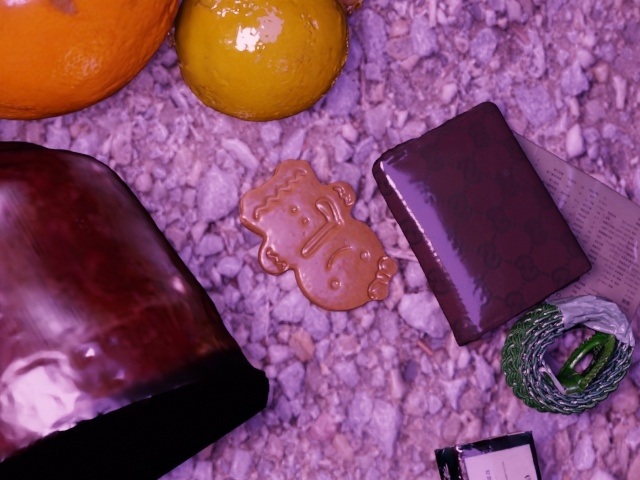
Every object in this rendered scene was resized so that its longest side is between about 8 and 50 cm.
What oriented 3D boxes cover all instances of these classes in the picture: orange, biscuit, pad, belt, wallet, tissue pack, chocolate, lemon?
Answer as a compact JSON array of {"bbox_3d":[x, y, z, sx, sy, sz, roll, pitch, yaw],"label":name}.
[{"bbox_3d":[-0.284,-0.268,1.763,0.312,0.312,0.312,2,81,-16],"label":"orange"},{"bbox_3d":[-0.005,0.000,1.951,0.133,0.027,0.184,-30,91,-20],"label":"biscuit"},{"bbox_3d":[0.262,-0.013,2.043,0.265,0.009,0.160,29,74,-11],"label":"pad"},{"bbox_3d":[0.276,0.122,1.987,0.151,0.079,0.121,-35,96,-17],"label":"belt"},{"bbox_3d":[0.173,-0.023,1.987,0.182,0.049,0.229,-29,91,-20],"label":"wallet"},{"bbox_3d":[0.189,0.294,1.933,0.103,0.090,0.170,-9,83,-18],"label":"tissue pack"},{"bbox_3d":[-0.285,0.079,1.719,0.383,0.384,0.331,-21,71,-18],"label":"chocolate"},{"bbox_3d":[-0.059,-0.209,1.892,0.206,0.173,0.174,4,80,-39],"label":"lemon"}]

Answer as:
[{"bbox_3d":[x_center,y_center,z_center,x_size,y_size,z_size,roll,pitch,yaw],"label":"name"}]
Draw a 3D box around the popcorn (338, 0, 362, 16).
[{"bbox_3d":[0.018,-0.278,1.972,0.084,0.084,0.084,2,81,-16],"label":"popcorn"}]
